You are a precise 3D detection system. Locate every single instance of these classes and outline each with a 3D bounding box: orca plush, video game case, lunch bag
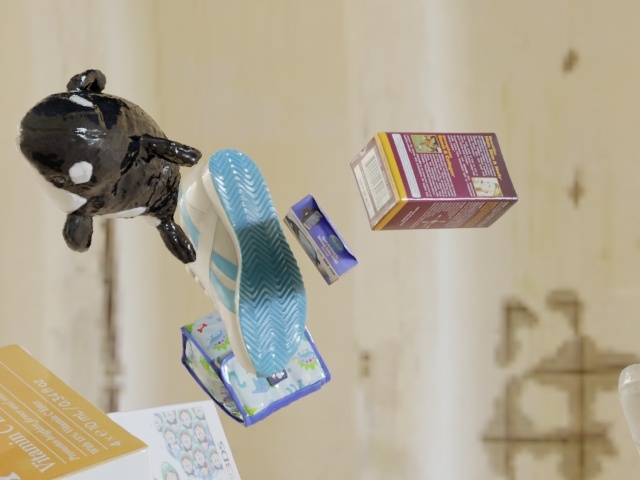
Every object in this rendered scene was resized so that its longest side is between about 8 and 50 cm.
[{"bbox_3d":[-0.148,-0.050,1.549,0.102,0.151,0.287,2,-27,19],"label":"orca plush"},{"bbox_3d":[-0.117,0.210,1.565,0.019,0.143,0.157,-27,-13,28],"label":"video game case"},{"bbox_3d":[-0.080,0.145,2.224,0.128,0.151,0.096,-28,-32,-22],"label":"lunch bag"}]

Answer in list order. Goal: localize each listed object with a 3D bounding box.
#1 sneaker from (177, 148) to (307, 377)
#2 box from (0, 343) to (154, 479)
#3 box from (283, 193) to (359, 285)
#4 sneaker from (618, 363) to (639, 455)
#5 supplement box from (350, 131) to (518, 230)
[{"bbox_3d":[-0.082,0.030,1.829,0.087,0.229,0.092,-2,-19,-39],"label":"sneaker"},{"bbox_3d":[-0.312,0.226,1.286,0.345,0.168,0.215,-17,28,-31],"label":"box"},{"bbox_3d":[0.000,0.000,1.744,0.028,0.081,0.136,-35,-2,-5],"label":"box"},{"bbox_3d":[0.289,0.180,1.482,0.080,0.094,0.212,-2,-36,25],"label":"sneaker"},{"bbox_3d":[0.146,-0.076,2.349,0.188,0.104,0.081,-1,-28,-32],"label":"supplement box"}]
